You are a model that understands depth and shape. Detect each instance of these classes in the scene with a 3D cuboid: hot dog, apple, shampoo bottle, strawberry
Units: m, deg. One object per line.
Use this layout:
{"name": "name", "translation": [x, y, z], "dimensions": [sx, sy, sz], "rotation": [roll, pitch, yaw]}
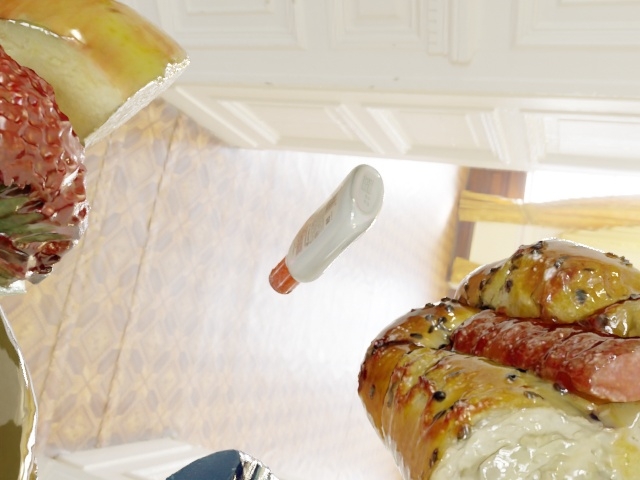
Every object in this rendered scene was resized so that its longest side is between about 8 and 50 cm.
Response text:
{"name": "hot dog", "translation": [0.223, 0.132, 0.665], "dimensions": [0.196, 0.368, 0.365], "rotation": [64, -5, -11]}
{"name": "apple", "translation": [-0.358, -0.251, 0.911], "dimensions": [0.309, 0.314, 0.252], "rotation": [-76, 176, -58]}
{"name": "shampoo bottle", "translation": [0.000, 0.000, 0.759], "dimensions": [0.221, 0.051, 0.108], "rotation": [-47, -159, 44]}
{"name": "strawberry", "translation": [-0.386, -0.089, 0.649], "dimensions": [0.261, 0.261, 0.257], "rotation": [68, 4, -49]}

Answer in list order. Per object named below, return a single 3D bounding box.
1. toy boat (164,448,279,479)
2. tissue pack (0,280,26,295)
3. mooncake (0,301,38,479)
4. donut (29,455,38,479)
{"name": "toy boat", "translation": [-0.109, 0.350, 0.575], "dimensions": [0.221, 0.067, 0.290], "rotation": [-22, 118, -53]}
{"name": "tissue pack", "translation": [-0.655, -0.097, 0.936], "dimensions": [0.205, 0.332, 0.404], "rotation": [120, -36, -81]}
{"name": "mooncake", "translation": [-0.358, 0.114, 0.344], "dimensions": [0.378, 0.201, 0.378], "rotation": [-15, 90, -83]}
{"name": "donut", "translation": [-0.419, 0.269, 0.667], "dimensions": [0.174, 0.190, 0.074], "rotation": [-37, 127, -28]}
